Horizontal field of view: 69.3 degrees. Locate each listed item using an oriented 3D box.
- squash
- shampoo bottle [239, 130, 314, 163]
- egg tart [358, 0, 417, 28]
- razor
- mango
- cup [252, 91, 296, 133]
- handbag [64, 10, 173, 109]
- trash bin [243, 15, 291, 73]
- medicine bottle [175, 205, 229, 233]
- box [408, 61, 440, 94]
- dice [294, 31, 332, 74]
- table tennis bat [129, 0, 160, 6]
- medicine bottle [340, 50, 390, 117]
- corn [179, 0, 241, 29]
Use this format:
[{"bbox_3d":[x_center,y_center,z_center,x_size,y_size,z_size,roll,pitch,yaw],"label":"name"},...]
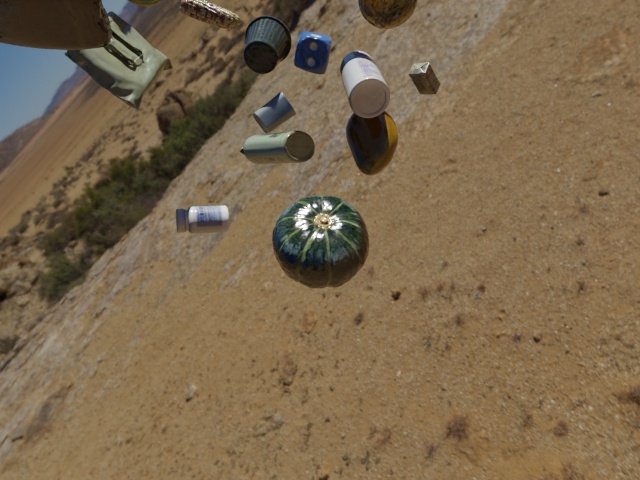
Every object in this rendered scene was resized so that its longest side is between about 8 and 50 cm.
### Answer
[{"bbox_3d":[0.000,0.000,1.192,0.252,0.165,0.252,2,52,-2],"label":"squash"},{"bbox_3d":[-0.139,-0.263,1.330,0.234,0.118,0.087,7,102,43],"label":"shampoo bottle"},{"bbox_3d":[0.259,-0.939,1.779,0.234,0.234,0.094,-37,20,18],"label":"egg tart"},{"bbox_3d":[-0.660,-0.523,1.035,0.204,0.348,0.114,106,160,-65],"label":"razor"},{"bbox_3d":[0.181,-0.348,1.582,0.175,0.139,0.255,-34,58,30],"label":"mango"},{"bbox_3d":[-0.167,-0.454,1.660,0.129,0.095,0.128,-38,16,-7],"label":"cup"},{"bbox_3d":[-0.631,-0.573,1.473,0.109,0.253,0.316,-31,32,35],"label":"handbag"},{"bbox_3d":[-0.199,-0.676,1.641,0.175,0.175,0.161,-26,37,32],"label":"trash bin"},{"bbox_3d":[-0.442,-0.078,1.736,0.103,0.186,0.103,177,90,-69],"label":"medicine bottle"},{"bbox_3d":[0.310,-0.480,1.378,0.062,0.098,0.045,15,74,40],"label":"box"},{"bbox_3d":[-0.029,-0.783,1.933,0.146,0.143,0.146,-82,7,-62],"label":"dice"},{"bbox_3d":[-0.663,-1.051,1.745,0.054,0.224,0.369,-6,61,48],"label":"table tennis bat"},{"bbox_3d":[0.138,-0.530,1.534,0.130,0.130,0.341,-35,33,21],"label":"medicine bottle"},{"bbox_3d":[-0.459,-0.948,1.939,0.086,0.253,0.086,-162,90,-81],"label":"corn"}]
